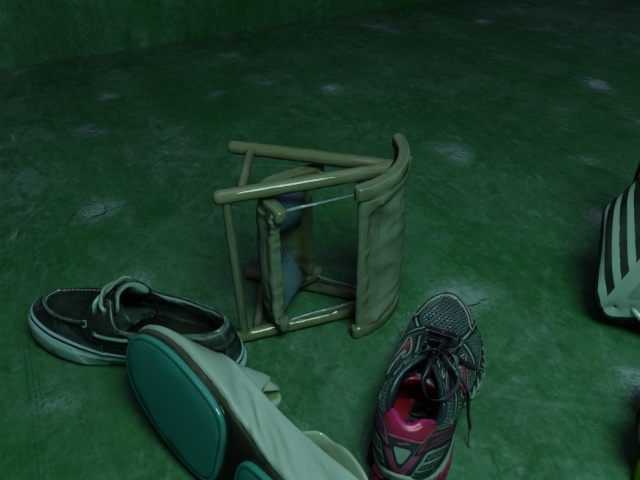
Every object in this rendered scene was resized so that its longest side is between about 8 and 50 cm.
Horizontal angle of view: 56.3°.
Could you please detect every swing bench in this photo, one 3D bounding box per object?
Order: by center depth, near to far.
[{"bbox_3d":[0.000,0.000,0.842,0.255,0.253,0.165,-1,36,1],"label":"swing bench"}]

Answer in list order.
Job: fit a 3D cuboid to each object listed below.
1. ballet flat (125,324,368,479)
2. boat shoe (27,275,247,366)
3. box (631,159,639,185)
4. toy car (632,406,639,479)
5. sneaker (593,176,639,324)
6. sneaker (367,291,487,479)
[{"bbox_3d":[-0.066,0.225,0.659,0.139,0.139,0.400,-29,48,-33],"label":"ballet flat"},{"bbox_3d":[-0.256,0.103,0.820,0.336,0.119,0.121,9,37,14],"label":"boat shoe"},{"bbox_3d":[0.592,-0.037,0.837,0.294,0.295,0.073,14,36,19],"label":"box"},{"bbox_3d":[0.431,0.183,0.674,0.149,0.154,0.188,11,25,17],"label":"toy car"},{"bbox_3d":[0.540,0.100,0.774,0.169,0.257,0.447,-18,71,-34],"label":"sneaker"},{"bbox_3d":[0.142,0.162,0.731,0.121,0.111,0.299,10,36,15],"label":"sneaker"}]
